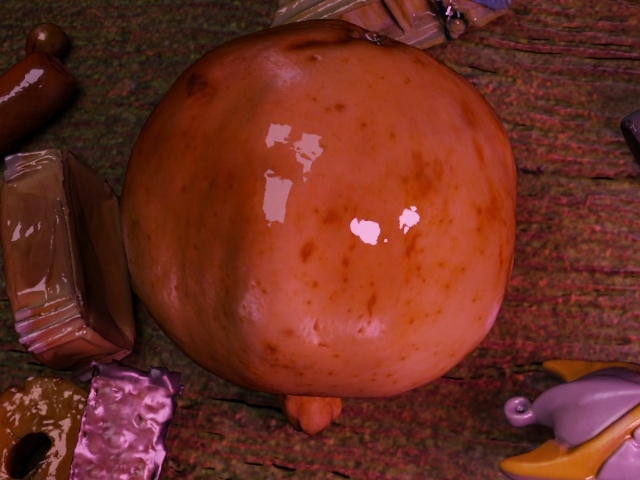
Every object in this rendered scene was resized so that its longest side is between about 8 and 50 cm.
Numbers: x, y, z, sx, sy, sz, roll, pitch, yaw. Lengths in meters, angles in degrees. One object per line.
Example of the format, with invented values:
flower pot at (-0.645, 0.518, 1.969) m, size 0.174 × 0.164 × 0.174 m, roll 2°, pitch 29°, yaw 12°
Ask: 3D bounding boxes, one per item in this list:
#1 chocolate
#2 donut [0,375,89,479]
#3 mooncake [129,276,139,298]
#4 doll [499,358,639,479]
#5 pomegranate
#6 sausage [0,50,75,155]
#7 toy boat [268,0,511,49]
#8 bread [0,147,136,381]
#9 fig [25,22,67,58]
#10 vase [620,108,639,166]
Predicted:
chocolate at (-0.220, 0.281, 1.614) m, size 0.102 × 0.065 × 0.329 m, roll 15°, pitch 83°, yaw -14°
donut at (-0.297, 0.233, 1.713) m, size 0.178 × 0.065 × 0.162 m, roll -35°, pitch 62°, yaw 4°
mooncake at (-0.146, 0.166, 1.679) m, size 0.150 × 0.057 × 0.347 m, roll -14°, pitch 63°, yaw 32°
doll at (0.314, 0.178, 1.442) m, size 0.316 × 0.103 × 0.145 m, roll 9°, pitch 66°, yaw 22°
pomegranate at (0.000, 0.000, 1.537) m, size 0.410 × 0.410 × 0.410 m, roll -10°, pitch 62°, yaw 20°
sausage at (-0.383, -0.149, 1.929) m, size 0.197 × 0.076 × 0.076 m, roll -36°, pitch 57°, yaw 6°
toy boat at (0.066, -0.251, 1.752) m, size 0.276 × 0.111 × 0.084 m, roll -19°, pitch 55°, yaw 16°
bread at (-0.281, 0.024, 1.762) m, size 0.107 × 0.136 × 0.241 m, roll -23°, pitch 58°, yaw 15°
fig at (-0.339, -0.225, 1.967) m, size 0.050 × 0.050 × 0.083 m, roll 21°, pitch 95°, yaw 31°
vase at (0.403, -0.135, 1.566) m, size 0.214 × 0.086 × 0.086 m, roll -31°, pitch 57°, yaw 2°
